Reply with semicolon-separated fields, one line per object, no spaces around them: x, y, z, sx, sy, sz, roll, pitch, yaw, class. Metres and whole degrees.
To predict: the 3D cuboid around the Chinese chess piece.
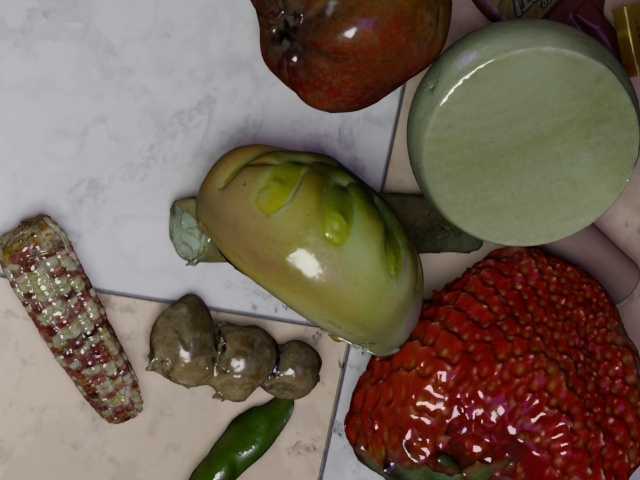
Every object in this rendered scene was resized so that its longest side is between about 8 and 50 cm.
0.218;-0.115;1.280;0.250;0.101;0.250;0;119;-1;Chinese chess piece

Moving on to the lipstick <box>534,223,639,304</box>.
0.281;-0.018;1.437;0.254;0.070;0.070;39;81;-23;lipstick

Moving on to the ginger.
-0.088;0.127;1.293;0.204;0.080;0.104;22;62;-23;ginger

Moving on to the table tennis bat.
0.278;-0.316;1.420;0.200;0.038;0.310;-47;108;-10;table tennis bat

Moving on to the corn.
-0.254;0.085;1.225;0.079;0.079;0.237;-31;112;-17;corn

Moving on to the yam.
0.018;-0.019;1.325;0.372;0.083;0.083;-3;98;-24;yam

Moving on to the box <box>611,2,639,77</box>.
0.418;-0.256;1.463;0.156;0.022;0.089;-22;103;-40;box

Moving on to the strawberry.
0.215;0.173;1.338;0.312;0.267;0.351;32;65;6;strawberry

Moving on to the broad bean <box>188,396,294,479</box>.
-0.099;0.238;1.313;0.195;0.061;0.046;-43;113;-12;broad bean

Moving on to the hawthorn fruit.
0.050;-0.249;1.256;0.248;0.208;0.208;-23;106;-38;hawthorn fruit

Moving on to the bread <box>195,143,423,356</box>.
0.011;0.008;1.198;0.261;0.156;0.158;35;90;-27;bread
